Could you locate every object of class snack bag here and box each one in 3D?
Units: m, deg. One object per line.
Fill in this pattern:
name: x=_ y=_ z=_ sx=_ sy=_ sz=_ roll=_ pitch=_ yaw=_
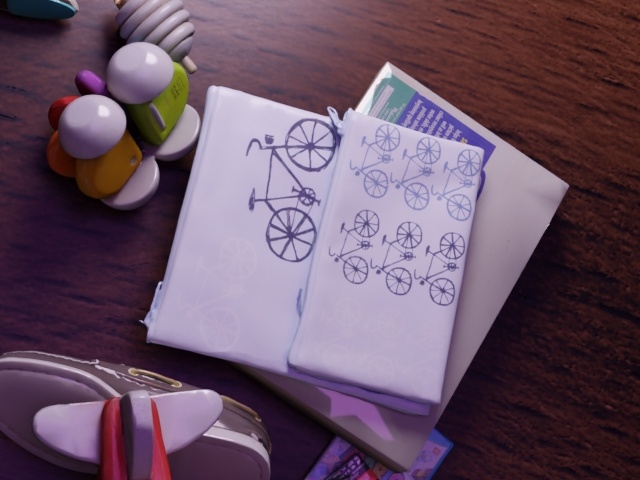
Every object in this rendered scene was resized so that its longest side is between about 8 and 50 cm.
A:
snack bag: x=0.000 y=0.000 z=1.629 sx=0.343 sy=0.037 sz=0.323 roll=16 pitch=74 yaw=-11

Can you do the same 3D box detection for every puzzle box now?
puzzle box: x=0.084 y=0.027 z=1.691 sx=0.272 sy=0.052 sz=0.409 roll=34 pitch=71 yaw=-4

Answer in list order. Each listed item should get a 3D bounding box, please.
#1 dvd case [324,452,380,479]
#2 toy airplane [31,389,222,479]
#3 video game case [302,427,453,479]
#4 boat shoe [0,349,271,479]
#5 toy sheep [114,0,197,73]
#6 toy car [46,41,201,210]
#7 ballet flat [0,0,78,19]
dvd case: x=0.046 y=0.312 z=1.640 sx=0.087 sy=0.013 sz=0.119 roll=-40 pitch=90 yaw=-18
toy airplane: x=-0.164 y=0.329 z=1.409 sx=0.384 sy=0.272 sz=0.386 roll=43 pitch=87 yaw=-19
video game case: x=0.061 y=0.263 z=1.668 sx=0.119 sy=0.015 sz=0.166 roll=39 pitch=72 yaw=-5
boat shoe: x=-0.206 y=0.188 z=1.570 sx=0.324 sy=0.096 sz=0.116 roll=19 pitch=115 yaw=-7
toy sheep: x=-0.186 y=-0.242 z=1.663 sx=0.132 sy=0.091 sz=0.091 roll=44 pitch=72 yaw=-3
toy car: x=-0.229 y=-0.136 z=1.616 sx=0.136 sy=0.159 sz=0.182 roll=28 pitch=70 yaw=30
ballet flat: x=-0.356 y=-0.286 z=1.644 sx=0.168 sy=0.057 sz=0.052 roll=3 pitch=69 yaw=-15
